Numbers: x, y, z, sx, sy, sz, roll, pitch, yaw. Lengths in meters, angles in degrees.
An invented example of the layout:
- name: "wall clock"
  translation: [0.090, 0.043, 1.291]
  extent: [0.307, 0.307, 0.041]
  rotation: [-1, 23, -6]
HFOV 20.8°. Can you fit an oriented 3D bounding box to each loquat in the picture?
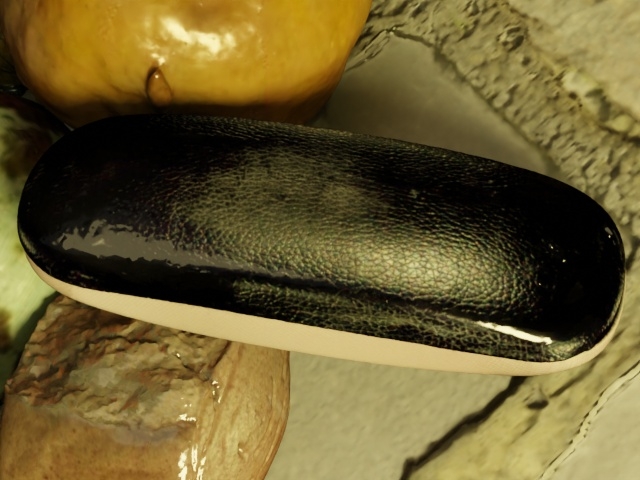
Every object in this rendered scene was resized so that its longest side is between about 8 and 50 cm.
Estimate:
- name: "loquat"
  translation: [-0.081, -0.155, 1.024]
  extent: [0.238, 0.193, 0.238]
  rotation: [9, 52, -12]

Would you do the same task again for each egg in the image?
- name: "egg"
  translation: [-0.223, 0.020, 1.026]
  extent: [0.169, 0.169, 0.231]
  rotation: [28, 86, 41]

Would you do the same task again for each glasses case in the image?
- name: "glasses case"
  translation: [0.000, 0.000, 0.898]
  extent: [0.314, 0.075, 0.122]
  rotation: [8, 48, 6]

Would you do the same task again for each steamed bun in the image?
- name: "steamed bun"
  translation: [-0.092, 0.083, 0.943]
  extent: [0.145, 0.106, 0.175]
  rotation: [-3, 55, 27]

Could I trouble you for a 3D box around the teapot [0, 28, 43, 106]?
- name: "teapot"
  translation: [-0.199, -0.178, 1.163]
  extent: [0.269, 0.173, 0.182]
  rotation: [-41, 77, 1]
